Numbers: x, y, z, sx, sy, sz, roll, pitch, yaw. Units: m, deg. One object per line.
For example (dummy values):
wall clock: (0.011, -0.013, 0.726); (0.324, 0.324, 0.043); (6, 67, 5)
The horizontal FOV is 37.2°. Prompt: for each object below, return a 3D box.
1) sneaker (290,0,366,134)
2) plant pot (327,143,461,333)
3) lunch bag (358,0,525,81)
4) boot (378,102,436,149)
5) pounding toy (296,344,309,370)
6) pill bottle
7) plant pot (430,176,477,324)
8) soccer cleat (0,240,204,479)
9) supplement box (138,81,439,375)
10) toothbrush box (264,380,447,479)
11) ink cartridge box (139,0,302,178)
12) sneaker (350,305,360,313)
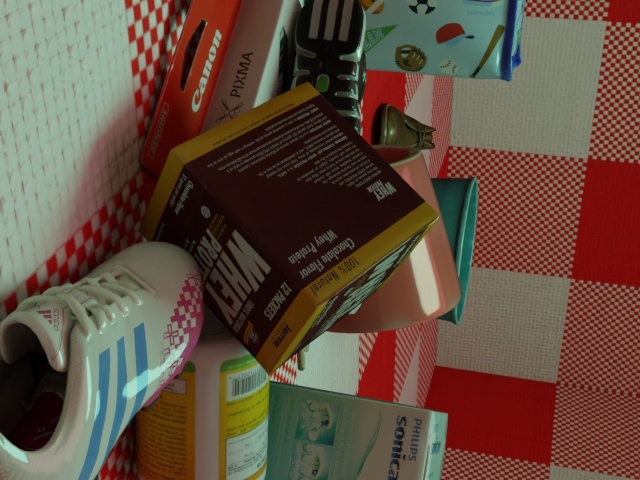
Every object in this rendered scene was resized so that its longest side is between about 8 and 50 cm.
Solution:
sneaker: (0.011, -0.139, 1.144); (0.162, 0.106, 0.281); (44, 58, -77)
plant pot: (0.078, -0.014, 1.502); (0.275, 0.275, 0.243); (-49, 134, -67)
lunch bag: (0.154, -0.449, 1.419); (0.239, 0.328, 0.385); (-54, 150, -66)
boot: (0.197, -0.248, 2.158); (0.305, 0.115, 0.112); (-19, 117, -74)
pounding toy: (-0.047, 0.110, 1.337); (0.141, 0.100, 0.130); (24, 73, -76)
pill bottle: (-0.122, 0.193, 0.984); (0.136, 0.136, 0.246); (-48, 143, -68)
plant pot: (0.148, 0.003, 1.768); (0.271, 0.255, 0.272); (8, 90, -77)
soccer cleat: (-0.178, 0.079, 0.738); (0.331, 0.116, 0.143); (-67, 157, -50)
supplement box: (-0.031, -0.016, 0.919); (0.191, 0.194, 0.129); (-34, 165, -40)
toothbrush box: (-0.001, 0.247, 1.181); (0.216, 0.295, 0.126); (45, 53, -74)
ink cartridge box: (-0.092, -0.167, 1.047); (0.239, 0.060, 0.275); (54, 51, -73)
sneaker: (0.000, 0.000, 1.331); (0.090, 0.115, 0.232); (-109, -172, -71)
